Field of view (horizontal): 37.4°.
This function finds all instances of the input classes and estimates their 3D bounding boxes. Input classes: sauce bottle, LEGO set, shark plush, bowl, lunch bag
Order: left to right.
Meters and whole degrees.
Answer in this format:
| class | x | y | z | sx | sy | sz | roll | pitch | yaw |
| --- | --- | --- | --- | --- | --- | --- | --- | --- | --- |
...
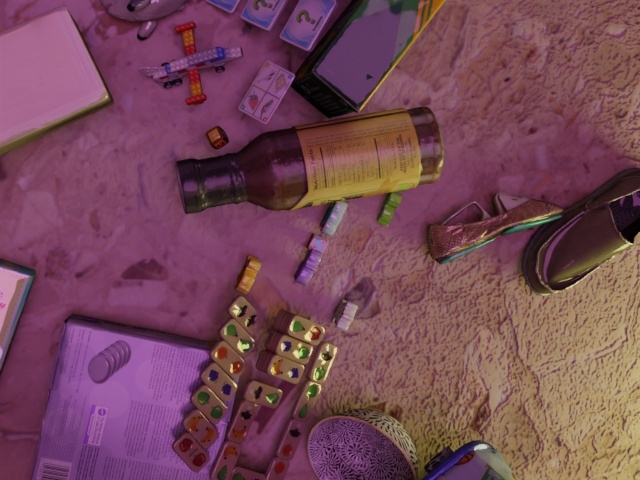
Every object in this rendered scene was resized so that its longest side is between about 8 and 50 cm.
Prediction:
| class | x | y | z | sx | sy | sz | roll | pitch | yaw |
| --- | --- | --- | --- | --- | --- | --- | --- | --- | --- |
| shark plush | -0.210 | -0.339 | 1.248 | 0.161 | 0.073 | 0.067 | -35 | 68 | 0 |
| LEGO set | -0.116 | -0.248 | 1.233 | 0.182 | 0.060 | 0.244 | 31 | 90 | 20 |
| sauce bottle | -0.015 | -0.100 | 1.241 | 0.344 | 0.111 | 0.111 | -10 | 96 | -8 |
| bowl | 0.074 | 0.294 | 1.322 | 0.170 | 0.170 | 0.080 | 59 | 41 | -9 |
| lunch bag | 0.175 | 0.402 | 1.272 | 0.243 | 0.115 | 0.303 | -39 | 142 | -2 |

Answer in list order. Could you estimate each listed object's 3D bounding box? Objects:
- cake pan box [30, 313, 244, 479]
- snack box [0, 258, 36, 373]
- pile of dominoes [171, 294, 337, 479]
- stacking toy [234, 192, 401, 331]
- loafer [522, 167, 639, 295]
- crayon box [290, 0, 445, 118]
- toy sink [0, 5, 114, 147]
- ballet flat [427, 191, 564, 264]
| class | x | y | z | sx | sy | sz | roll | pitch | yaw |
| --- | --- | --- | --- | --- | --- | --- | --- | --- | --- |
| cake pan box | -0.250 | 0.253 | 1.285 | 0.245 | 0.070 | 0.267 | 11 | 93 | -9 |
| snack box | -0.555 | 0.077 | 1.219 | 0.322 | 0.060 | 0.187 | 20 | 92 | -11 |
| pile of dominoes | -0.079 | 0.217 | 1.275 | 0.196 | 0.040 | 0.251 | 26 | 83 | -35 |
| stacking toy | 0.000 | 0.000 | 1.313 | 0.167 | 0.052 | 0.221 | 24 | 90 | -11 |
| loafer | 0.397 | -0.015 | 1.360 | 0.251 | 0.087 | 0.094 | -42 | 100 | -4 |
| crayon box | 0.098 | -0.312 | 1.226 | 0.083 | 0.203 | 0.323 | 39 | 87 | -11 |
| toy sink | -0.394 | -0.186 | 1.179 | 0.234 | 0.153 | 0.131 | -26 | 99 | -6 |
| ballet flat | 0.246 | -0.031 | 1.346 | 0.206 | 0.073 | 0.067 | -20 | 84 | -11 |
